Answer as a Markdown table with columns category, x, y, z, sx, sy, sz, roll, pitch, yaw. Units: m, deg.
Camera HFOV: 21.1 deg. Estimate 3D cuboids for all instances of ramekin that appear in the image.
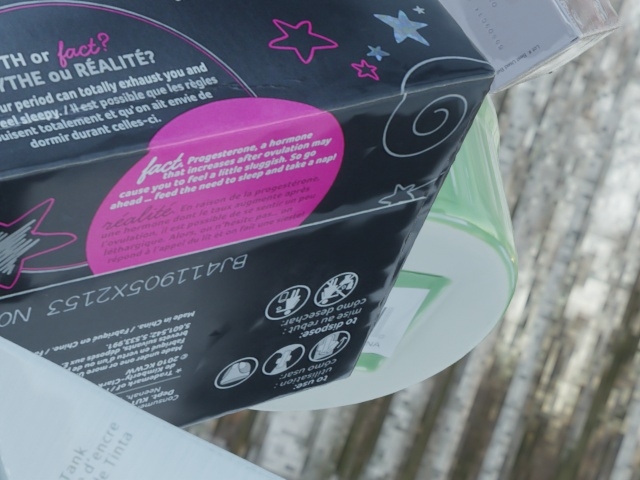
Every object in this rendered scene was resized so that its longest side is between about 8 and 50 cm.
| category | x | y | z | sx | sy | sz | roll | pitch | yaw |
| --- | --- | --- | --- | --- | --- | --- | --- | --- | --- |
| ramekin | 0.000 | 0.000 | 1.267 | 0.303 | 0.148 | 0.303 | -9 | -34 | -6 |

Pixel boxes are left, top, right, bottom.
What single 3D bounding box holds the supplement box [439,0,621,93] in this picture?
| category | x | y | z | sx | sy | sz | roll | pitch | yaw |
| --- | --- | --- | --- | --- | --- | --- | --- | --- | --- |
| supplement box | 0.133 | -0.178 | 1.178 | 0.130 | 0.073 | 0.239 | 58 | 18 | 0 |

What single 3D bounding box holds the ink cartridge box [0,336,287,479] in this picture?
| category | x | y | z | sx | sy | sz | roll | pitch | yaw |
| --- | --- | --- | --- | --- | --- | --- | --- | --- | --- |
| ink cartridge box | -0.030 | 0.066 | 0.379 | 0.179 | 0.045 | 0.145 | 19 | -12 | 30 |

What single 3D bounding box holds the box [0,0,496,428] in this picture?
| category | x | y | z | sx | sy | sz | roll | pitch | yaw |
| --- | --- | --- | --- | --- | --- | --- | --- | --- | --- |
| box | -0.102 | -0.023 | 0.536 | 0.247 | 0.163 | 0.142 | -14 | 55 | -31 |
